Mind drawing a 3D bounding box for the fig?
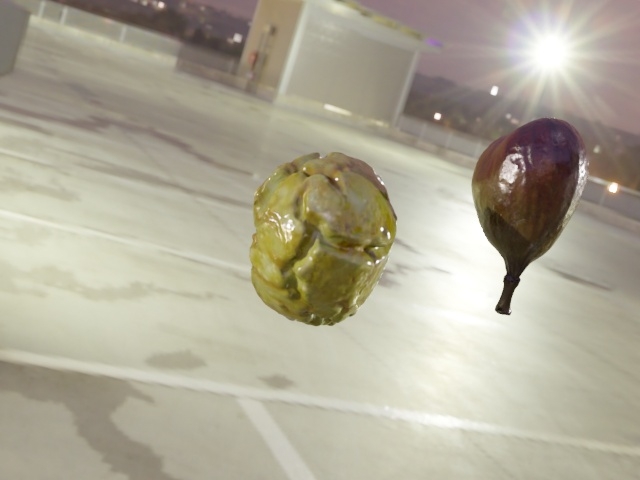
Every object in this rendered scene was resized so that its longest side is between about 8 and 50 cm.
[{"bbox_3d":[0.276,-0.032,1.341,0.145,0.274,0.170,14,-5,-15],"label":"fig"}]

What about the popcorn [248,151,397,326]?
[{"bbox_3d":[0.000,0.000,1.217,0.183,0.221,0.204,21,30,26],"label":"popcorn"}]
